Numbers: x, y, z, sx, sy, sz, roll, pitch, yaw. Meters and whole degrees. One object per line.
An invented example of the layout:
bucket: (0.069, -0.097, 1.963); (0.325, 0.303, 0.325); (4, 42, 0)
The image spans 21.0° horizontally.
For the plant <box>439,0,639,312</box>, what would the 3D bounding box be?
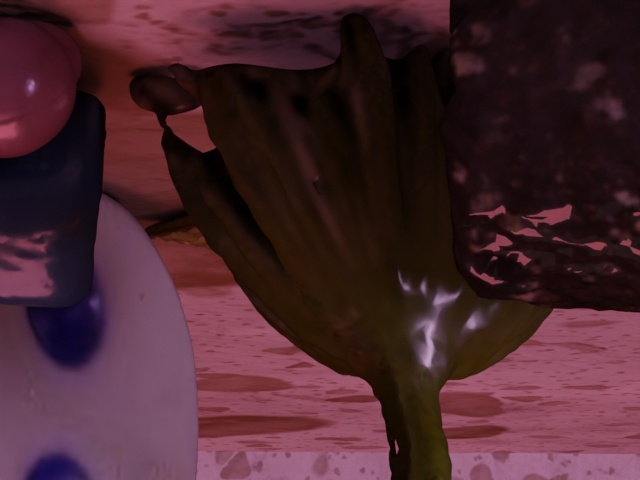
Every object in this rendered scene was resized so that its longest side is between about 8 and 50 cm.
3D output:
plant: (0.212, -0.041, 0.695); (0.320, 0.194, 0.181); (0, 171, 11)

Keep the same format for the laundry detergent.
laundry detergent: (-0.256, -0.034, 0.871); (0.290, 0.143, 0.094); (4, 123, -11)

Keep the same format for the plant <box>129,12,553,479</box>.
plant: (0.019, 0.065, 0.831); (0.251, 0.333, 0.180); (20, 145, -27)

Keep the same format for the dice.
dice: (-0.270, 0.116, 1.117); (0.277, 0.304, 0.304); (-7, 166, 28)

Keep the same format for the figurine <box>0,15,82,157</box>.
figurine: (-0.152, -0.071, 0.816); (0.071, 0.083, 0.067); (8, 143, 25)

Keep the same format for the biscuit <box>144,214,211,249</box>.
biscuit: (0.000, 0.000, 1.261); (0.231, 0.016, 0.139); (11, 163, -43)
